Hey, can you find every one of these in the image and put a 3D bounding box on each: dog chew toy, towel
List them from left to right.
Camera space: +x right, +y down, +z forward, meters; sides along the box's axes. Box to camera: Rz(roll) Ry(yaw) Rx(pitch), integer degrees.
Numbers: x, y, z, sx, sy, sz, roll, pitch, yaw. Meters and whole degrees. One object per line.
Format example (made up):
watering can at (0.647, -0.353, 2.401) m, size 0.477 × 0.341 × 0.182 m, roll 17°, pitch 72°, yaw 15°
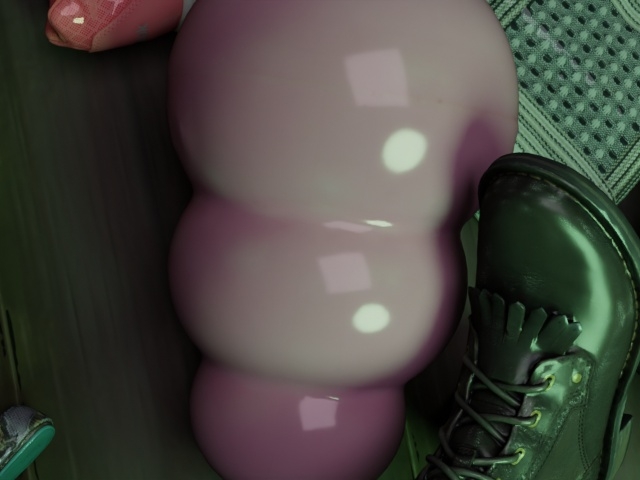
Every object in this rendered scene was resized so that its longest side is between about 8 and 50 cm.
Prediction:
dog chew toy at (0.000, 0.000, 0.597) m, size 0.207 × 0.207 × 0.331 m, roll 7°, pitch 95°, yaw -21°
towel at (0.158, -0.183, 0.764) m, size 0.312 × 0.056 × 0.324 m, roll -44°, pitch 97°, yaw -22°

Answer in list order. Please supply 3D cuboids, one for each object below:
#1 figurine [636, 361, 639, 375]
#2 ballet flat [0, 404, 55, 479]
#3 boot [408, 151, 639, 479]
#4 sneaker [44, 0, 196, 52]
figurine at (0.221, 0.154, 0.689) m, size 0.215 × 0.092 × 0.209 m, roll -33°, pitch 99°, yaw 1°
ballet flat at (-0.202, 0.142, 0.576) m, size 0.041 × 0.041 × 0.114 m, roll 41°, pitch 68°, yaw -11°
boot at (0.075, 0.114, 0.498) m, size 0.229 × 0.091 × 0.262 m, roll -40°, pitch 129°, yaw -36°
sneaker at (-0.169, -0.261, 0.616) m, size 0.136 × 0.116 × 0.313 m, roll -26°, pitch 91°, yaw -22°
